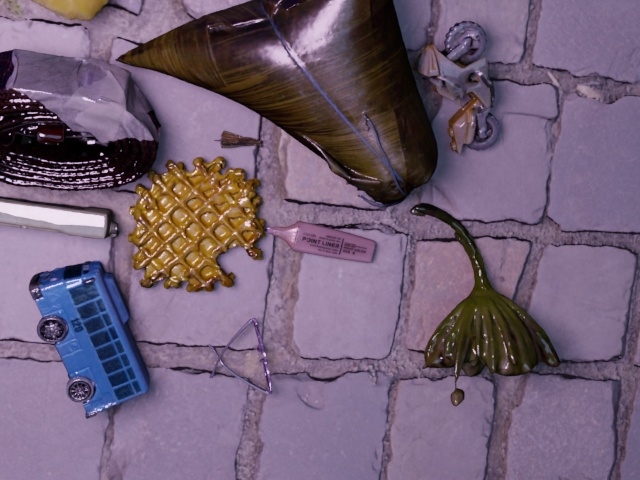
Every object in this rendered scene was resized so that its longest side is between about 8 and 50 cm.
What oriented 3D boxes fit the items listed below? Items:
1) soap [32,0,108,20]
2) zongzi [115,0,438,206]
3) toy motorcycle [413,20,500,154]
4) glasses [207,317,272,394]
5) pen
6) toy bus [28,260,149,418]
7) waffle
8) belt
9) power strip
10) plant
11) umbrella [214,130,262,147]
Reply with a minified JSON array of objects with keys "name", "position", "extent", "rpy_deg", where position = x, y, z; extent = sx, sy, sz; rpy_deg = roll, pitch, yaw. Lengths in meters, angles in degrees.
[{"name":"soap","position":[-0.368,-0.557,1.100],"extent":[0.306,0.115,0.427],"rpy_deg":[29,92,-12]},{"name":"zongzi","position":[-0.054,-0.205,1.217],"extent":[0.433,0.207,0.403],"rpy_deg":[-19,115,10]},{"name":"toy motorcycle","position":[0.233,-0.256,1.304],"extent":[0.130,0.094,0.229],"rpy_deg":[-18,116,-4]},{"name":"glasses","position":[-0.145,0.209,1.314],"extent":[0.104,0.062,0.139],"rpy_deg":[-11,101,-9]},{"name":"pen","position":[0.000,0.000,1.323],"extent":[0.197,0.032,0.053],"rpy_deg":[11,98,-16]},{"name":"toy bus","position":[-0.370,0.149,1.227],"extent":[0.134,0.116,0.233],"rpy_deg":[-21,106,-9]},{"name":"waffle","position":[-0.205,-0.025,1.266],"extent":[0.229,0.051,0.231],"rpy_deg":[-1,100,-9]},{"name":"belt","position":[-0.388,-0.183,1.142],"extent":[0.290,0.164,0.184],"rpy_deg":[6,126,-14]},{"name":"power strip","position":[-0.464,-0.041,1.191],"extent":[0.286,0.080,0.048],"rpy_deg":[7,93,-12]},{"name":"plant","position":[0.300,0.101,1.344],"extent":[0.251,0.180,0.333],"rpy_deg":[-3,97,-23]},{"name":"umbrella","position":[-0.137,-0.166,1.271],"extent":[0.083,0.020,0.031],"rpy_deg":[0,61,-12]}]
